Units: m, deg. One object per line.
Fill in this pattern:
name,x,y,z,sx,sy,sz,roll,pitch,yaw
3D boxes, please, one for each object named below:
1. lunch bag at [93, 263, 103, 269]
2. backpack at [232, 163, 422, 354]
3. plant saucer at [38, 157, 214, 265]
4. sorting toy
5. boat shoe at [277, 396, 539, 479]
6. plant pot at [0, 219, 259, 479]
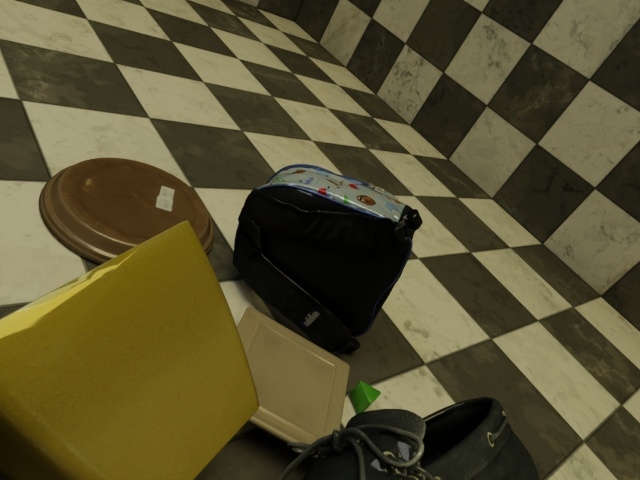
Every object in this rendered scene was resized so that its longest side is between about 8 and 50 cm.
lunch bag,-0.261,0.072,0.626,0.098,0.065,0.067,0,62,-39
backpack,0.000,0.000,0.785,0.263,0.276,0.213,23,26,-1
plant saucer,-0.306,-0.054,0.793,0.278,0.041,0.278,23,31,-14
sorting toy,-0.054,0.194,0.649,0.348,0.047,0.196,32,26,-7
boat shoe,0.045,0.255,0.480,0.500,0.187,0.155,4,71,-37
plant pot,-0.187,0.139,0.445,0.187,0.212,0.212,54,43,-2
